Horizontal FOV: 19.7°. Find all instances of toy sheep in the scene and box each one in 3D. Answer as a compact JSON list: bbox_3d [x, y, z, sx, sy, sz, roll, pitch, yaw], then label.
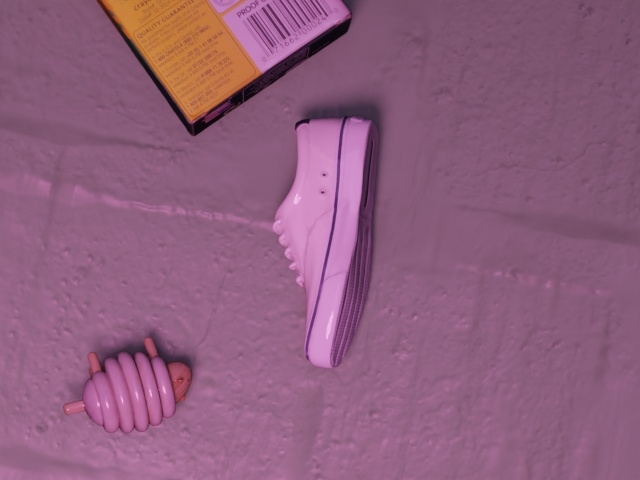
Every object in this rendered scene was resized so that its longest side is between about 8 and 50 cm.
[{"bbox_3d":[-0.190,0.149,1.819,0.132,0.091,0.091,-17,84,-9],"label":"toy sheep"}]

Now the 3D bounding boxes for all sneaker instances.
[{"bbox_3d":[0.000,0.000,1.851,0.091,0.094,0.258,4,78,17],"label":"sneaker"}]

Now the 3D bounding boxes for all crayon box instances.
[{"bbox_3d":[-0.139,-0.294,1.877,0.202,0.081,0.318,-34,86,-6],"label":"crayon box"}]
